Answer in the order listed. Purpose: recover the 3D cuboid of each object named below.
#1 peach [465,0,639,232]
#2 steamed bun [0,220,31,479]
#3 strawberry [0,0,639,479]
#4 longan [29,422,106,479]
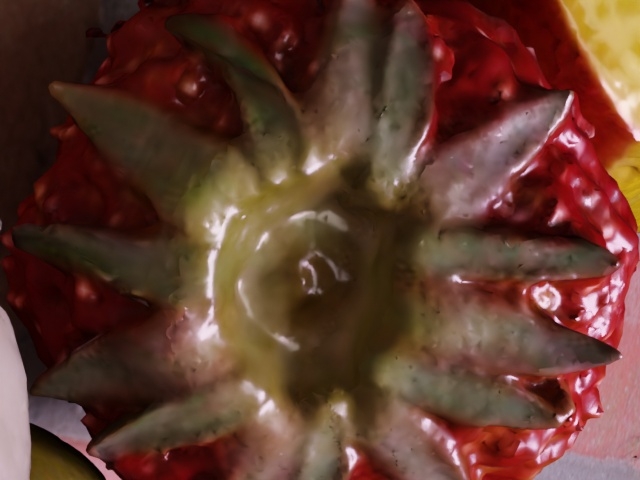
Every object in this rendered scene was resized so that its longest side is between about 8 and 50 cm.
[{"bbox_3d":[0.154,-0.158,0.796,0.242,0.306,0.380,-21,104,-11],"label":"peach"},{"bbox_3d":[-0.214,0.101,0.353,0.206,0.275,0.319,55,38,-79],"label":"steamed bun"},{"bbox_3d":[0.000,-0.002,0.665,0.343,0.292,0.292,-95,-169,-81],"label":"strawberry"},{"bbox_3d":[-0.155,0.157,0.568,0.155,0.145,0.176,0,105,-17],"label":"longan"}]
